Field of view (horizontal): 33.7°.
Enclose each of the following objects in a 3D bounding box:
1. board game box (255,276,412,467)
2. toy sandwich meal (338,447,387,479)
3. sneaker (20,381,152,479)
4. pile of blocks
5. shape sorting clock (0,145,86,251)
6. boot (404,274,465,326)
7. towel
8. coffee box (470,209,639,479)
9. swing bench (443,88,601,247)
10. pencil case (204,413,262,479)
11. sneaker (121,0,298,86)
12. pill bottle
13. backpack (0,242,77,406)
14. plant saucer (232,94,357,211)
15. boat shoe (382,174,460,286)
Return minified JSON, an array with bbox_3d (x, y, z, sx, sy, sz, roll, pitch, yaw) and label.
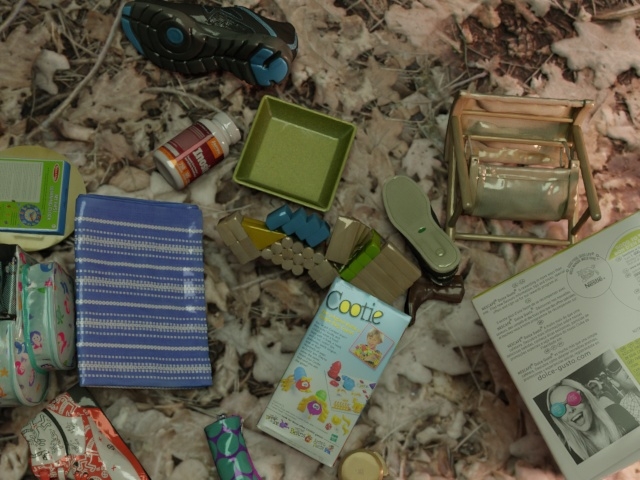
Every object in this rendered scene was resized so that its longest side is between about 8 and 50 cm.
[{"bbox_3d":[0.023,0.214,1.759,0.144,0.142,0.275,29,88,3],"label":"board game box"},{"bbox_3d":[0.070,0.392,1.803,0.085,0.029,0.085,0,82,-2],"label":"toy sandwich meal"},{"bbox_3d":[-0.377,0.377,1.726,0.145,0.090,0.270,-36,75,-15],"label":"sneaker"},{"bbox_3d":[0.000,0.000,1.873,0.362,0.112,0.149,19,110,-5],"label":"pile of blocks"},{"bbox_3d":[-0.523,-0.075,1.886,0.206,0.040,0.206,2,67,-6],"label":"shape sorting clock"},{"bbox_3d":[0.210,0.108,1.910,0.114,0.037,0.106,6,69,-9],"label":"boot"},{"bbox_3d":[-0.300,0.086,1.805,0.243,0.040,0.336,7,68,-33],"label":"towel"},{"bbox_3d":[0.482,0.170,1.709,0.338,0.337,0.334,-29,76,9],"label":"coffee box"},{"bbox_3d":[0.365,-0.130,1.944,0.253,0.165,0.254,4,66,-4],"label":"swing bench"},{"bbox_3d":[-0.141,0.366,1.767,0.070,0.064,0.151,-23,75,4],"label":"pencil case"},{"bbox_3d":[-0.208,-0.388,2.006,0.341,0.125,0.139,18,43,3],"label":"sneaker"},{"bbox_3d":[-0.224,-0.167,1.926,0.152,0.086,0.086,-38,79,-16],"label":"pill bottle"},{"bbox_3d":[-0.497,0.147,1.719,0.191,0.225,0.253,3,75,0],"label":"backpack"},{"bbox_3d":[-0.048,-0.155,1.964,0.188,0.045,0.188,18,70,1],"label":"plant saucer"},{"bbox_3d":[0.179,-0.019,1.930,0.084,0.079,0.233,-25,60,-6],"label":"boat shoe"}]
